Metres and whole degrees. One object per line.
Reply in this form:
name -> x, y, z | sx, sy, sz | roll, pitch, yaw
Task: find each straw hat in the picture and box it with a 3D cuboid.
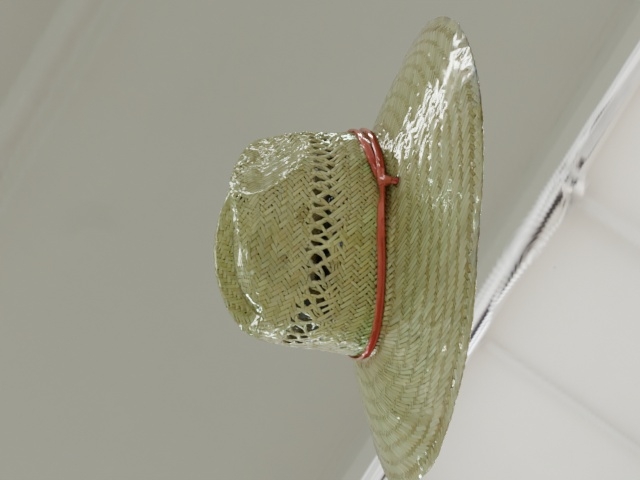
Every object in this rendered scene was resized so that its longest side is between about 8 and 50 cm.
straw hat -> 0.000, 0.000, 0.391 | 0.061, 0.144, 0.144 | 5, -90, -10
